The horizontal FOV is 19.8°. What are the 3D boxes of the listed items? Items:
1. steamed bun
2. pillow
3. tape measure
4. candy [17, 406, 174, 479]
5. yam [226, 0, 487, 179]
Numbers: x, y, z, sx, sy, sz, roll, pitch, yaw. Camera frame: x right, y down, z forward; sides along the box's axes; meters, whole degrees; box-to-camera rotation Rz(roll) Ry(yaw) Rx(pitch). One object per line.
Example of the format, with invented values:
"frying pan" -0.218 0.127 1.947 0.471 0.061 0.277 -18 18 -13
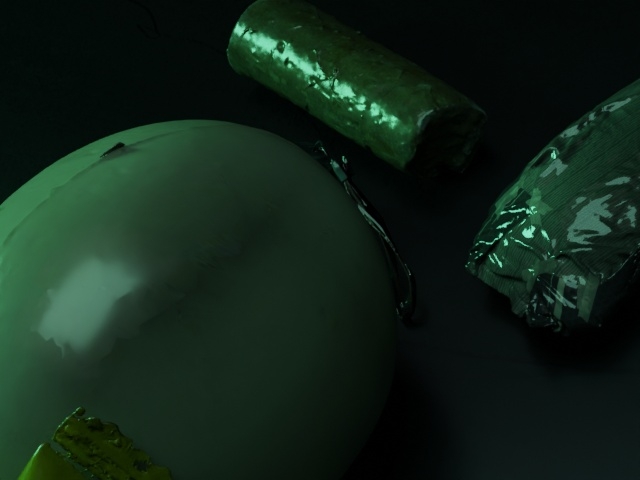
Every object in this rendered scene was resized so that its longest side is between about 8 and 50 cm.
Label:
"steamed bun" -0.117 0.084 1.362 0.374 0.334 0.334 -39 50 -22
"pillow" 0.274 -0.051 1.474 0.335 0.092 0.161 -36 52 -9
"tape measure" -0.001 -0.002 1.527 0.107 0.104 0.180 -30 48 -9
"candy" -0.192 0.266 1.215 0.297 0.187 0.081 -45 17 2
"yam" 0.032 -0.137 1.634 0.093 0.093 0.259 -43 52 -15
